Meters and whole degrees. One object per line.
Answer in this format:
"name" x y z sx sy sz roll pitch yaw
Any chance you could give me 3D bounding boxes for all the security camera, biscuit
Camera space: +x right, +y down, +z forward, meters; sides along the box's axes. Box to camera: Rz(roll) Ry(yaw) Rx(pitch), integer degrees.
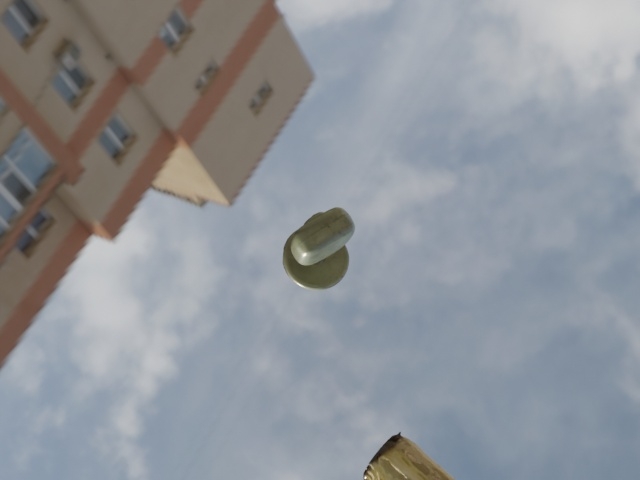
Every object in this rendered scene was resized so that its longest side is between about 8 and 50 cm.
"security camera" 0.000 0.000 1.023 0.058 0.092 0.058 3 -111 -7
"biscuit" 0.122 0.251 1.186 0.188 0.056 0.052 40 -146 12
